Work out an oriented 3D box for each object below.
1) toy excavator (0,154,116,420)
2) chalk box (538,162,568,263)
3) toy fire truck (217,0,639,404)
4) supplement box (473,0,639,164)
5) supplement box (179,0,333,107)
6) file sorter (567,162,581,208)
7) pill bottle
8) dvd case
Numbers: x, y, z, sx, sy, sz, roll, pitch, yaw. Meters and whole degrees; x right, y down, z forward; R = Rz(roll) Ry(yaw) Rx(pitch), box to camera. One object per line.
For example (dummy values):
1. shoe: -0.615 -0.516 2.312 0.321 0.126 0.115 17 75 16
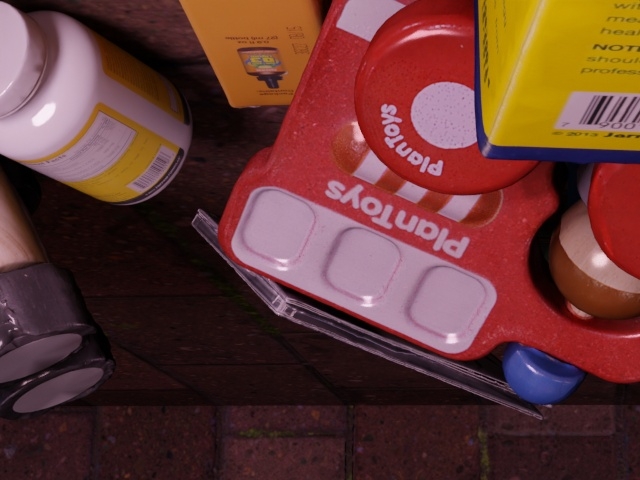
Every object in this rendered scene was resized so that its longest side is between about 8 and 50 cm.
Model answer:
1. toy excavator: -0.411 0.098 1.160 0.445 0.222 0.433 -23 165 -8
2. chalk box: 0.092 -0.039 0.936 0.132 0.213 0.132 2 166 4
3. toy fire truck: 0.116 -0.028 0.785 0.302 0.169 0.254 24 130 -3
4. supplement box: 0.168 -0.169 0.478 0.195 0.194 0.356 2 165 0
5. supplement box: -0.031 -0.147 0.811 0.078 0.080 0.233 1 164 6
6. file sorter: 0.238 -0.053 1.065 0.170 0.118 0.104 -7 167 30
7. pill bottle: -0.174 -0.095 0.967 0.103 0.103 0.184 -6 163 25
8. dvd case: 0.033 0.048 0.956 0.221 0.018 0.164 24 -172 -30
